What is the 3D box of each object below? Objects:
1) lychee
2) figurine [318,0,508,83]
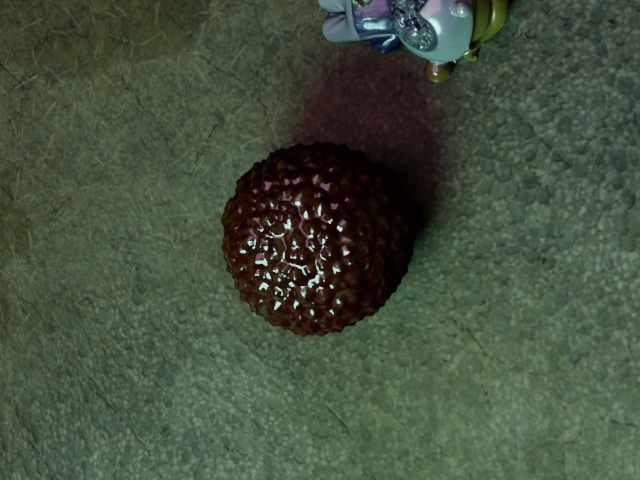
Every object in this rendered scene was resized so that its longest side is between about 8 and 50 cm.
[{"bbox_3d":[0.000,0.000,2.083,0.264,0.300,0.264,-15,46,17],"label":"lychee"},{"bbox_3d":[0.109,-0.316,2.069,0.274,0.133,0.194,29,120,32],"label":"figurine"}]
